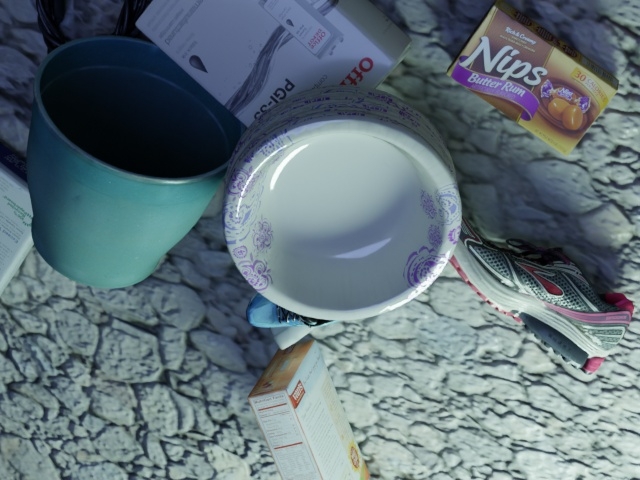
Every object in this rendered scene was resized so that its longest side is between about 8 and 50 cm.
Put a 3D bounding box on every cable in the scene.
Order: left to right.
[{"bbox_3d":[-0.314,-0.311,1.760,0.184,0.047,0.150,-37,98,25],"label":"cable"}]

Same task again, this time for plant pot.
[{"bbox_3d":[-0.266,-0.086,1.734,0.271,0.272,0.255,29,131,2],"label":"plant pot"}]

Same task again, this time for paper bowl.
[{"bbox_3d":[0.025,-0.055,1.604,0.284,0.148,0.284,0,121,0],"label":"paper bowl"}]

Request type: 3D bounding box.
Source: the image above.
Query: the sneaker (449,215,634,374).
[{"bbox_3d":[0.270,0.046,1.715,0.299,0.121,0.112,35,100,-14],"label":"sneaker"}]

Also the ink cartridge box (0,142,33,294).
[{"bbox_3d":[-0.583,-0.043,1.927,0.324,0.071,0.330,38,119,-3],"label":"ink cartridge box"}]

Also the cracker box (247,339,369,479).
[{"bbox_3d":[-0.013,0.277,1.853,0.067,0.156,0.232,-15,106,20],"label":"cracker box"}]

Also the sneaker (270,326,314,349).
[{"bbox_3d":[0.000,0.000,1.775,0.169,0.108,0.292,44,105,-3],"label":"sneaker"}]

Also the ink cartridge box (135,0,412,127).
[{"bbox_3d":[-0.055,-0.262,1.672,0.283,0.117,0.207,42,115,-4],"label":"ink cartridge box"}]

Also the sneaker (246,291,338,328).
[{"bbox_3d":[-0.022,0.083,1.706,0.162,0.073,0.063,-11,102,14],"label":"sneaker"}]

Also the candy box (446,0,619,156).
[{"bbox_3d":[0.264,-0.204,1.647,0.186,0.053,0.109,35,116,-2],"label":"candy box"}]
